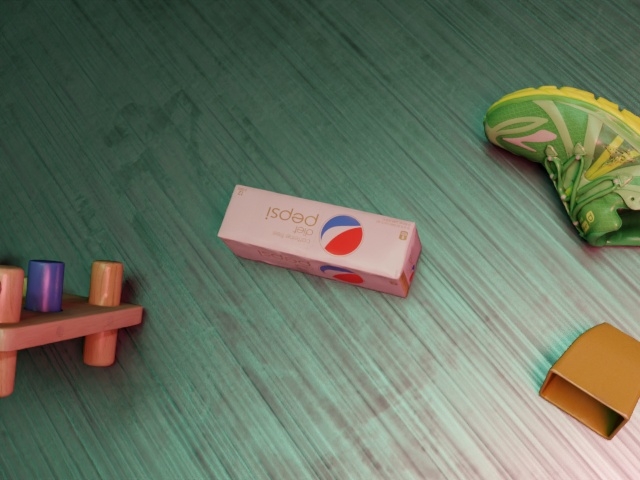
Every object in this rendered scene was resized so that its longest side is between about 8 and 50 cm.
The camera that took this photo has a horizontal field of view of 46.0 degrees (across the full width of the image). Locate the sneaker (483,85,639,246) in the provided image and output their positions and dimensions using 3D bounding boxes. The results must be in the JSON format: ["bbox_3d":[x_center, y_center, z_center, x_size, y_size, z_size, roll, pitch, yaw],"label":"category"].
[{"bbox_3d":[0.295,-0.065,0.790,0.296,0.109,0.123,32,76,21],"label":"sneaker"}]

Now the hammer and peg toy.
[{"bbox_3d":[-0.372,0.077,0.763,0.266,0.361,0.127,7,92,15],"label":"hammer and peg toy"}]

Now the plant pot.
[{"bbox_3d":[0.277,0.131,0.739,0.082,0.081,0.083,34,70,22],"label":"plant pot"}]

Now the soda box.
[{"bbox_3d":[0.000,0.000,0.852,0.216,0.074,0.069,12,73,17],"label":"soda box"}]
